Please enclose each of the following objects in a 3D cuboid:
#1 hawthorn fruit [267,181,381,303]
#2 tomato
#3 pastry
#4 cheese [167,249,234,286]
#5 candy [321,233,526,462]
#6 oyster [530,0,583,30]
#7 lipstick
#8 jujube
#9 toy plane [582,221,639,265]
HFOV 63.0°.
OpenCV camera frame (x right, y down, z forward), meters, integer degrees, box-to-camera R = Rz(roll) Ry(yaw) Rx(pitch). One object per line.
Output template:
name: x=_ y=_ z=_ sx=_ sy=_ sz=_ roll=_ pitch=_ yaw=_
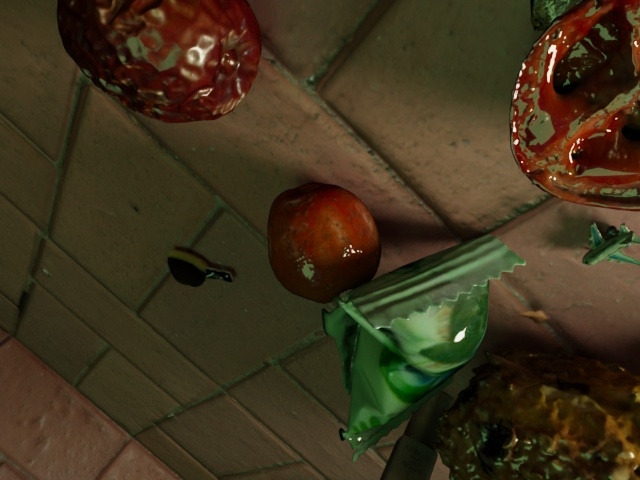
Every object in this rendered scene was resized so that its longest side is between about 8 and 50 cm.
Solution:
hawthorn fruit: x=0.000 y=0.000 z=0.794 sx=0.189 sy=0.189 sz=0.189 roll=19 pitch=136 yaw=20
tomato: x=0.307 y=-0.139 z=0.507 sx=0.228 sy=0.101 sz=0.227 roll=14 pitch=125 yaw=20
pastry: x=0.342 y=0.323 z=0.759 sx=0.337 sy=0.292 sz=0.405 roll=34 pitch=149 yaw=20
cheese: x=-0.257 y=0.065 z=1.128 sx=0.163 sy=0.036 sz=0.086 roll=10 pitch=129 yaw=28
candy: x=0.144 y=0.178 z=0.798 sx=0.172 sy=0.263 sz=0.397 roll=50 pitch=152 yaw=45
oyster: x=0.238 y=-0.244 z=0.516 sx=0.054 sy=0.019 sz=0.083 roll=32 pitch=136 yaw=4
lipstick: x=0.173 y=0.389 z=0.957 sx=0.079 sy=0.253 sz=0.077 roll=26 pitch=138 yaw=12
jujube: x=-0.206 y=-0.259 z=0.675 sx=0.232 sy=0.213 sz=0.213 roll=29 pitch=138 yaw=17
toy plane: x=0.360 y=0.007 z=0.649 sx=0.080 sy=0.033 sz=0.083 roll=37 pitch=146 yaw=-1
